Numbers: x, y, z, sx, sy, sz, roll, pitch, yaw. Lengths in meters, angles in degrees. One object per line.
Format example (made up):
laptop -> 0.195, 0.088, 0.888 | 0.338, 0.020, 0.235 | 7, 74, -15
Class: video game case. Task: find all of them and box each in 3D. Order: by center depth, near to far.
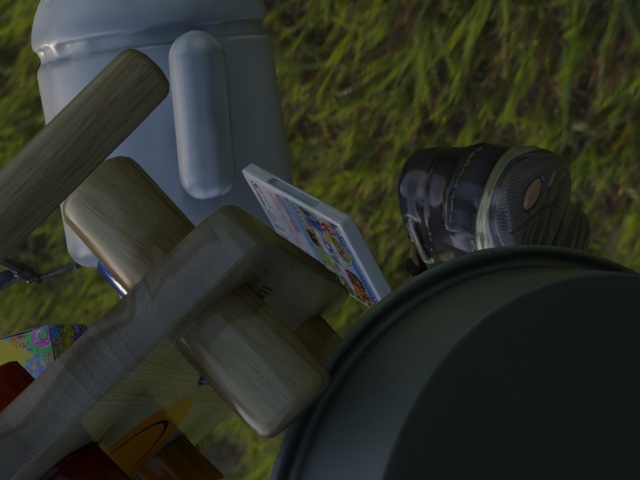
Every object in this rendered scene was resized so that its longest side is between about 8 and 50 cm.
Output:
video game case -> 0.000, 0.000, 0.884 | 0.122, 0.011, 0.087 | 31, 155, 52

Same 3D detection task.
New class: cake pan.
cake pan -> 0.115, 0.142, 0.557 | 0.293, 0.293, 0.054 | 39, 155, -17

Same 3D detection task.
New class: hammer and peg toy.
hammer and peg toy -> -0.101, 0.084, 0.554 | 0.127, 0.266, 0.361 | 47, -179, 11

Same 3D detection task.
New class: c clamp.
c clamp -> -0.354, 0.022, 1.403 | 0.137, 0.022, 0.161 | -23, 151, 26

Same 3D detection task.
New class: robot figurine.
robot figurine -> -0.132, -0.103, 1.152 | 0.300, 0.200, 0.353 | -173, 73, -67

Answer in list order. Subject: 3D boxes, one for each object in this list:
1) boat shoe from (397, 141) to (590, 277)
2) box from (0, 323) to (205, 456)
boat shoe -> 0.147, 0.002, 1.161 | 0.130, 0.132, 0.355 | 21, 163, 21
box -> -0.296, 0.189, 1.244 | 0.290, 0.177, 0.279 | -14, 173, 16
